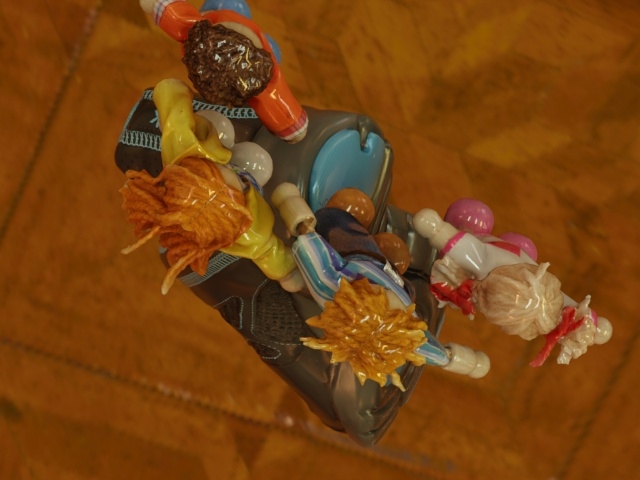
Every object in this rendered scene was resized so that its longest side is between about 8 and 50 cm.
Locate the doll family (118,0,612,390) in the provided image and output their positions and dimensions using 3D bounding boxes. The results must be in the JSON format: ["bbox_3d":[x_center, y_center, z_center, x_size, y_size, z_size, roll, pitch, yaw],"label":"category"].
[{"bbox_3d":[0.000,0.000,0.886,0.263,0.163,0.118,38,98,-7],"label":"doll family"}]

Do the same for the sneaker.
[{"bbox_3d":[-0.013,0.010,1.160,0.125,0.140,0.341,-62,156,-23],"label":"sneaker"}]
